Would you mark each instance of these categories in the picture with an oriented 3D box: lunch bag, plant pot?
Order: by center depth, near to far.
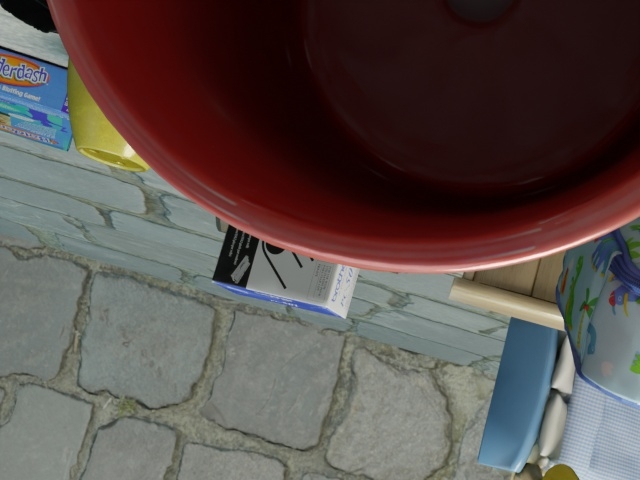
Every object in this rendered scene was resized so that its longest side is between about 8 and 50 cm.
[{"bbox_3d":[0.055,-0.118,0.612,0.275,0.275,0.243,14,-179,12],"label":"plant pot"},{"bbox_3d":[0.232,0.039,0.875,0.176,0.090,0.219,15,-164,0],"label":"lunch bag"},{"bbox_3d":[-0.178,-0.118,1.400,0.134,0.095,0.134,15,171,2],"label":"plant pot"}]

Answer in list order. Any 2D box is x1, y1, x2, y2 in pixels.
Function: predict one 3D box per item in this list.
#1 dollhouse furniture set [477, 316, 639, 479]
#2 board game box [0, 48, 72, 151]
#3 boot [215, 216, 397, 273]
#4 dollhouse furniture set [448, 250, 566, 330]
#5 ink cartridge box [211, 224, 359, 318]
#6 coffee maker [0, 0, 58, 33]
[{"bbox_3d":[0.325,0.114,1.286,0.286,0.303,0.198,23,169,-35],"label":"dollhouse furniture set"},{"bbox_3d":[-0.328,-0.153,1.591,0.160,0.047,0.210,17,170,-11],"label":"board game box"},{"bbox_3d":[0.000,0.000,1.809,0.229,0.091,0.263,15,169,8],"label":"boot"},{"bbox_3d":[0.182,-0.049,0.974,0.303,0.174,0.355,15,171,4],"label":"dollhouse furniture set"},{"bbox_3d":[-0.004,-0.053,1.144,0.097,0.207,0.046,11,170,23],"label":"ink cartridge box"},{"bbox_3d":[-0.090,-0.147,0.883,0.120,0.171,0.178,-43,150,26],"label":"coffee maker"}]
